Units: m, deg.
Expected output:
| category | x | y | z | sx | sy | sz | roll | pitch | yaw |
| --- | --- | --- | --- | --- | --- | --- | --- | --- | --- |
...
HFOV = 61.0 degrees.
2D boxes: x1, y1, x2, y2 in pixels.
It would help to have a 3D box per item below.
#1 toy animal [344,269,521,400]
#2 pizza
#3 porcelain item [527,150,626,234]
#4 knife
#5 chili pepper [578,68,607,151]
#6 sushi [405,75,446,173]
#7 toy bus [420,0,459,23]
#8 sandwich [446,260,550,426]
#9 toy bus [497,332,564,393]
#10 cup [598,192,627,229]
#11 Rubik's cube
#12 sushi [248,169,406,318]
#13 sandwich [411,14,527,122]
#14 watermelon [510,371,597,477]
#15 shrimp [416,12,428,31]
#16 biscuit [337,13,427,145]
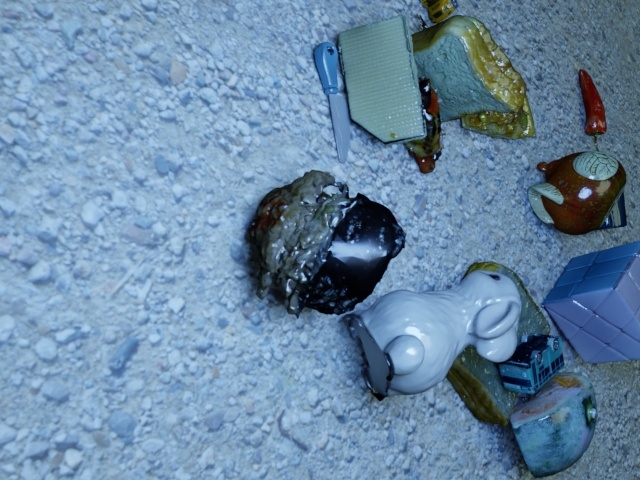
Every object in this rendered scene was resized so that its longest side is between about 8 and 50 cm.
| category | x | y | z | sx | sy | sz | roll | pitch | yaw |
| --- | --- | --- | --- | --- | --- | --- | --- | --- | --- |
| toy animal | 0.240 | 0.164 | 1.037 | 0.357 | 0.258 | 0.194 | -19 | 104 | -14 |
| pizza | 0.454 | -0.401 | 1.400 | 0.257 | 0.087 | 0.269 | 0 | 81 | -39 |
| porcelain item | 0.683 | -0.144 | 1.472 | 0.252 | 0.253 | 0.253 | 6 | 79 | -35 |
| knife | 0.034 | -0.280 | 1.109 | 0.058 | 0.032 | 0.244 | -19 | 99 | -45 |
| chili pepper | 0.856 | -0.410 | 1.705 | 0.071 | 0.063 | 0.272 | 3 | 78 | -48 |
| sushi | 0.220 | -0.255 | 1.194 | 0.103 | 0.097 | 0.226 | -47 | 135 | -45 |
| toy bus | 0.284 | -0.614 | 1.311 | 0.074 | 0.069 | 0.162 | 14 | 74 | -33 |
| sandwich | 0.392 | 0.219 | 1.246 | 0.271 | 0.099 | 0.301 | 52 | 59 | -23 |
| toy bus | 0.461 | 0.268 | 1.183 | 0.160 | 0.079 | 0.092 | -18 | 100 | -40 |
| cup | 0.857 | -0.104 | 1.625 | 0.150 | 0.113 | 0.138 | -5 | 88 | -35 |
| Rubik's cube | 0.776 | 0.167 | 1.438 | 0.224 | 0.231 | 0.221 | -41 | 98 | -33 |
| sushi | -0.005 | -0.003 | 0.926 | 0.218 | 0.225 | 0.238 | 34 | 31 | -18 |
| sandwich | 0.282 | -0.353 | 1.159 | 0.087 | 0.251 | 0.226 | -47 | 112 | -17 |
| watermelon | 0.571 | 0.431 | 1.258 | 0.321 | 0.175 | 0.188 | -23 | 86 | -45 |
| shrimp | 0.287 | -0.436 | 1.288 | 0.090 | 0.079 | 0.233 | -29 | 97 | 3 |
| biscuit | 0.127 | -0.317 | 1.108 | 0.052 | 0.150 | 0.252 | -2 | 82 | -70 |
